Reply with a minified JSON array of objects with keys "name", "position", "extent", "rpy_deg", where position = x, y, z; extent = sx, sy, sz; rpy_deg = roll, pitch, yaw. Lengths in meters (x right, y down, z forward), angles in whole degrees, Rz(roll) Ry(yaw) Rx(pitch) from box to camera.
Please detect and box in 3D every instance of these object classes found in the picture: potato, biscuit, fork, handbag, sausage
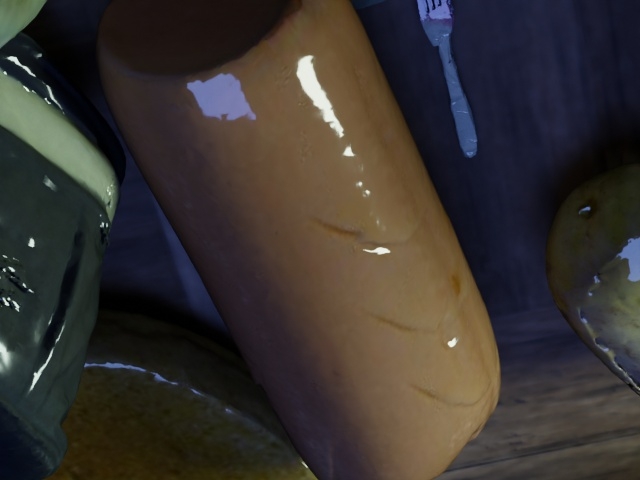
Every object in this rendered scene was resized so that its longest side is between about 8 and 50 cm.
[{"name":"potato","position":[0.181,0.027,0.942],"extent":[0.107,0.080,0.170],"rpy_deg":[-36,128,22]},{"name":"biscuit","position":[-0.112,0.177,1.055],"extent":[0.287,0.057,0.344],"rpy_deg":[-30,126,18]},{"name":"fork","position":[0.062,-0.082,0.887],"extent":[0.016,0.012,0.115],"rpy_deg":[-7,130,12]},{"name":"handbag","position":[-0.211,0.010,0.817],"extent":[0.254,0.181,0.181],"rpy_deg":[-7,146,24]},{"name":"sausage","position":[0.000,0.001,0.879],"extent":[0.121,0.121,0.304],"rpy_deg":[-18,129,10]}]

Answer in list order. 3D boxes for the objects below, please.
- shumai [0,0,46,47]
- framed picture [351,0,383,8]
[{"name":"shumai","position":[-0.266,-0.096,0.657],"extent":[0.330,0.292,0.288],"rpy_deg":[38,110,12]},{"name":"framed picture","position":[0.075,-0.185,0.802],"extent":[0.183,0.011,0.142],"rpy_deg":[-18,126,10]}]
